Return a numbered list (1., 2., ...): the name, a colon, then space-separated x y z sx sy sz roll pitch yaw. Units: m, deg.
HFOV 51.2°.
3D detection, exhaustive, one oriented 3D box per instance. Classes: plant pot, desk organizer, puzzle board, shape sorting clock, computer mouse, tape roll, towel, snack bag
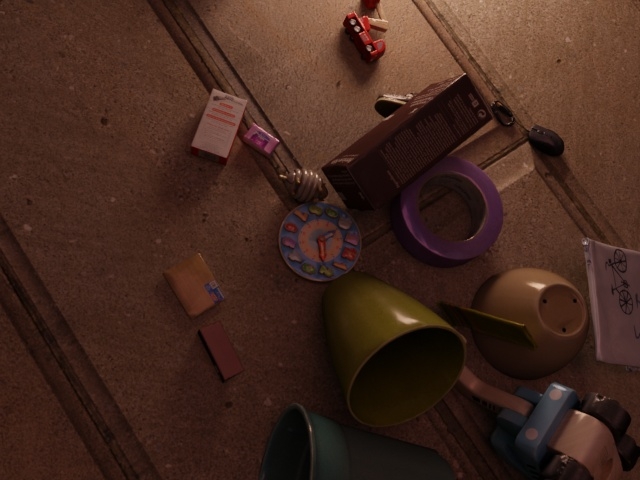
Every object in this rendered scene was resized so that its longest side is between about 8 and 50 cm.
1. plant pot: 0.124 0.203 1.466 0.275 0.274 0.293 -15 38 -17
2. desk organizer: -0.224 0.249 1.503 0.050 0.047 0.130 -25 81 -21
3. puzzle board: -0.291 0.106 1.549 0.096 0.011 0.128 -30 83 -21
4. shape sorting clock: 0.000 0.000 1.632 0.206 0.040 0.206 4 73 -12
5. computer mouse: 0.580 -0.317 1.862 0.242 0.041 0.071 33 70 -1
6. tape roll: 0.320 -0.073 1.703 0.275 0.090 0.274 3 74 -11
7. plant pot: 0.073 0.527 1.356 0.334 0.341 0.341 14 71 -17
8. towel: 0.383 0.196 1.555 0.102 0.237 0.021 46 69 -39
9. snack bag: 0.780 0.175 1.703 0.343 0.037 0.323 11 72 -34
10. plant pot: 0.536 0.187 1.621 0.284 0.191 0.284 4 73 -13

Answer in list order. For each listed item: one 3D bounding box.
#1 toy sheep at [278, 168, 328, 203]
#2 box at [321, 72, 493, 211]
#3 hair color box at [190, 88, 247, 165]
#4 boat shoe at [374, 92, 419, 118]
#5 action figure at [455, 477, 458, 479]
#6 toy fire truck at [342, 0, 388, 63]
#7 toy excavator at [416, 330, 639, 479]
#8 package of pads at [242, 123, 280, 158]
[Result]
1. toy sheep: -0.041 -0.135 1.638 0.132 0.091 0.091 23 70 -19
2. box: 0.206 -0.236 1.629 0.381 0.191 0.143 -40 105 -12
3. hair color box: -0.250 -0.280 1.652 0.093 0.053 0.167 19 72 -6
4. boat shoe: 0.249 -0.355 1.780 0.224 0.080 0.073 11 65 -14
5. action figure: 0.365 0.629 1.478 0.276 0.141 0.164 18 72 -11
6. toy fire truck: 0.138 -0.591 1.838 0.135 0.047 0.192 -28 82 -20
7. toy excavator: 0.447 0.403 1.536 0.222 0.445 0.433 -50 130 -22
8. package of pads: -0.148 -0.248 1.676 0.083 0.032 0.050 34 68 -1
